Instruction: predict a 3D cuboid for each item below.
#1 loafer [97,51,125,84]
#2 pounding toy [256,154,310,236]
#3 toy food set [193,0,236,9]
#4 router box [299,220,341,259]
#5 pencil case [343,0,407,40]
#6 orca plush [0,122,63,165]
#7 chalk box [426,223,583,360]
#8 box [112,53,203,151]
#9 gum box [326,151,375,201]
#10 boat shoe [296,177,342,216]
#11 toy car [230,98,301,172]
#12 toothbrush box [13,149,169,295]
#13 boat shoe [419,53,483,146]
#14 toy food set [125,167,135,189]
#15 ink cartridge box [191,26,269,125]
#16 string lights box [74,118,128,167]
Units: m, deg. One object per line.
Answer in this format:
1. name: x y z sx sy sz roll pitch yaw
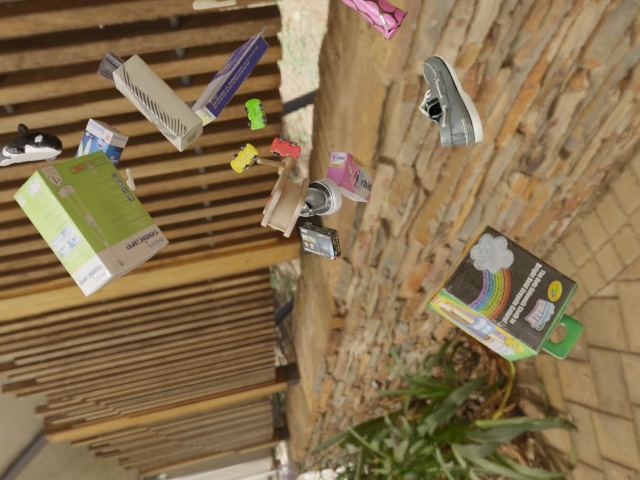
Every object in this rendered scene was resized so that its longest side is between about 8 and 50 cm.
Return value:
1. loafer: -0.637 -0.519 2.067 0.302 0.095 0.109 42 -172 11
2. pounding toy: -0.127 -0.117 1.605 0.154 0.154 0.269 -61 10 28
3. toy food set: -0.283 -0.705 1.579 0.038 0.132 0.192 -90 -4 -76
4. router box: 0.000 0.000 1.828 0.122 0.038 0.092 17 133 33
5. pencil case: 0.118 -0.604 1.543 0.095 0.209 0.098 -51 3 46
6. orca plush: -0.857 -0.285 1.767 0.287 0.151 0.102 -8 83 44
7. chalk box: 0.405 0.135 1.286 0.289 0.180 0.179 36 167 8
8. box: -0.471 -0.398 1.768 0.275 0.094 0.113 44 164 1
9. gum box: 0.098 -0.195 1.898 0.188 0.062 0.107 22 -101 -54
10. boat shoe: -0.053 -0.126 1.826 0.306 0.105 0.113 13 118 56
11. toy car: -0.193 -0.351 1.992 0.053 0.239 0.225 -27 -75 -82
12. toothbrush box: -0.532 -0.047 1.426 0.283 0.122 0.206 54 -148 -4
13. boat shoe: 0.280 -0.330 1.417 0.116 0.099 0.319 65 -173 -47
14. toy food set: -0.696 -0.164 1.915 0.128 0.217 0.071 114 145 -55
15. ink cartridge box: -0.288 -0.507 1.925 0.072 0.304 0.307 40 164 -24
16. string lights box: -0.787 -0.278 2.125 0.133 0.076 0.260 31 102 25
